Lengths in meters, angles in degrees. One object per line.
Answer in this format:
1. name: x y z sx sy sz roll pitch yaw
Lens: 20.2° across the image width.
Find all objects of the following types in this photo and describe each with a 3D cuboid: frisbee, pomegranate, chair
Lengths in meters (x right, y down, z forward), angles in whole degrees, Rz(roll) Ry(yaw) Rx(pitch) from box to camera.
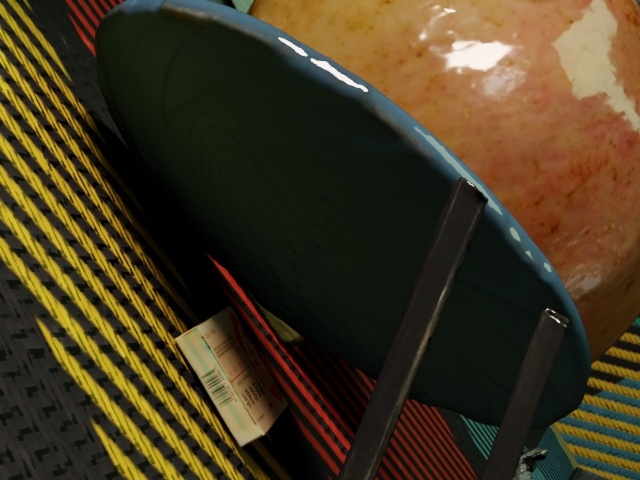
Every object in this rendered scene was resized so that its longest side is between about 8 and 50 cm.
1. frisbee: -0.003 0.003 0.849 0.289 0.049 0.289 34 -20 14
2. pomegranate: 0.102 -0.068 1.148 0.338 0.338 0.338 58 7 -11
3. chair: 0.061 0.140 0.634 0.172 0.247 0.159 35 -6 27

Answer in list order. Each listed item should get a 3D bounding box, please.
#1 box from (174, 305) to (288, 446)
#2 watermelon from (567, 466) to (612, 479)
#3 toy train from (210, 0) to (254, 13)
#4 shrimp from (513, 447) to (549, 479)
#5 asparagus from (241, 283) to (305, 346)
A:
1. box: -0.040 0.063 0.842 0.058 0.015 0.093 58 7 1
2. watermelon: 0.259 0.324 1.496 0.188 0.175 0.322 9 -41 50
3. toy train: -0.065 -0.187 1.380 0.172 0.099 0.070 59 9 -1
4. shrimp: 0.212 0.272 1.672 0.174 0.076 0.082 59 -35 38
5. asparagus: -0.047 -0.013 1.017 0.045 0.041 0.178 -15 -68 50
